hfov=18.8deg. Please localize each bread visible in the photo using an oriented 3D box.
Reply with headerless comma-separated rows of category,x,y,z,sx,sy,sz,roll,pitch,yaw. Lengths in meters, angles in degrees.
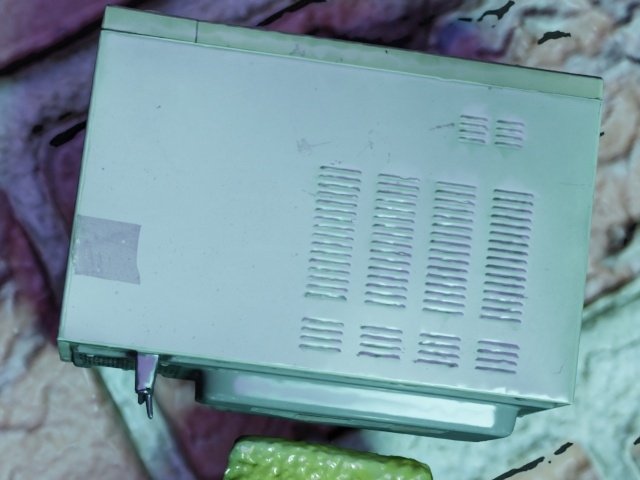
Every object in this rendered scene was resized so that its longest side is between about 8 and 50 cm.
bread,-0.003,0.164,0.946,0.114,0.111,0.129,17,59,0

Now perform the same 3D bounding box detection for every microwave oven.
microwave oven,0.000,0.000,0.950,0.241,0.145,0.194,8,84,-6
